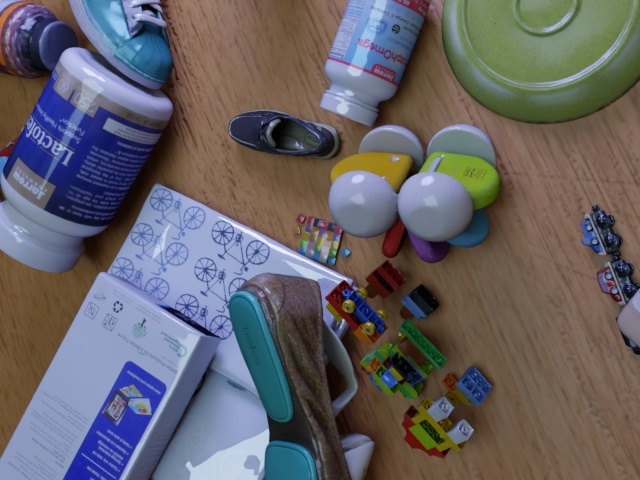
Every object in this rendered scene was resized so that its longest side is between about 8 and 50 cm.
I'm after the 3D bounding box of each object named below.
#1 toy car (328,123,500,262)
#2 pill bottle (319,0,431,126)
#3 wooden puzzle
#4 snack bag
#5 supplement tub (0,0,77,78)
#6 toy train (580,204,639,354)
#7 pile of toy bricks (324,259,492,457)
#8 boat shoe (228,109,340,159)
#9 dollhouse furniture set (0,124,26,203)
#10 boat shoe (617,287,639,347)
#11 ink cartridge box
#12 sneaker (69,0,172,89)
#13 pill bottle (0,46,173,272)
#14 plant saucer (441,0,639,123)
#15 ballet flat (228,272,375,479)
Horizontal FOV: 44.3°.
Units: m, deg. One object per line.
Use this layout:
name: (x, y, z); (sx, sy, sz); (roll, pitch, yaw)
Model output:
toy car: (0.103, -0.038, 0.841); (0.182, 0.159, 0.136); (3, 125, 25)
pill bottle: (0.057, -0.213, 0.882); (0.087, 0.087, 0.160); (24, 100, 23)
wooden puzzle: (0.000, 0.000, 0.949); (0.083, 0.006, 0.049); (17, 96, 24)
snack bag: (-0.159, 0.138, 0.967); (0.323, 0.037, 0.342); (27, 88, 22)
supplement tub: (-0.438, -0.286, 1.105); (0.198, 0.106, 0.106); (17, 96, 24)
toy train: (0.301, 0.040, 0.798); (0.036, 0.027, 0.158); (-24, 80, 34)
pile of toy bricks: (0.084, 0.132, 0.869); (0.212, 0.118, 0.105); (49, 137, 1)
boat shoe: (-0.051, -0.132, 0.951); (0.152, 0.049, 0.056); (10, 94, 25)
dollhouse furniture set: (-0.498, -0.112, 1.115); (0.184, 0.129, 0.129); (-31, 76, 22)
boat shoe: (0.427, 0.149, 0.695); (0.341, 0.122, 0.110); (44, 120, 20)
ink cartridge box: (-0.267, 0.221, 0.937); (0.165, 0.065, 0.332); (29, 89, 20)
sneaker: (-0.257, -0.341, 1.019); (0.121, 0.108, 0.302); (-36, 73, 24)
pill bottle: (-0.316, -0.100, 1.018); (0.153, 0.153, 0.264); (37, 104, 21)
plant saucer: (0.239, -0.245, 0.826); (0.241, 0.037, 0.241); (0, 90, 25)
ballet flat: (-0.007, 0.197, 0.863); (0.116, 0.124, 0.342); (-9, 94, 55)
